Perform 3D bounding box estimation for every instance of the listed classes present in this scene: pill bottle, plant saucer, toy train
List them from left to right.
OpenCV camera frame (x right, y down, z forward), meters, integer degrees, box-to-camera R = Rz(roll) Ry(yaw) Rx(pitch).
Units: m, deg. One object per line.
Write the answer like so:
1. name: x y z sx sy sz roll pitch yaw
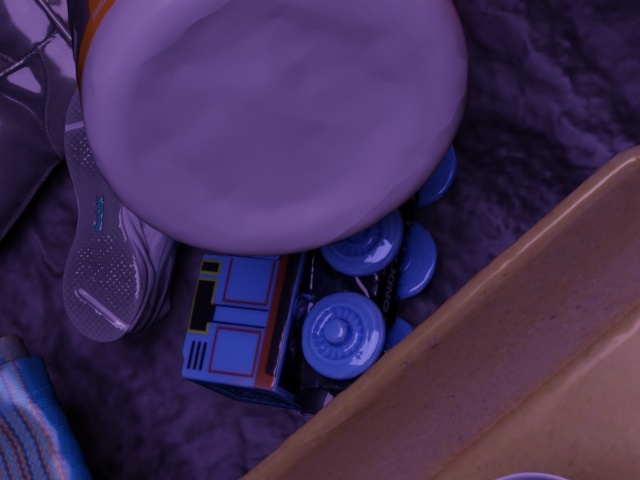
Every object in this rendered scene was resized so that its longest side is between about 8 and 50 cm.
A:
1. pill bottle: -0.039 -0.135 0.824 0.162 0.162 0.278 -25 41 7
2. toy train: 0.000 0.000 0.884 0.105 0.080 0.184 6 78 23
3. plant saucer: 0.129 0.185 0.790 0.333 0.081 0.333 -42 73 15

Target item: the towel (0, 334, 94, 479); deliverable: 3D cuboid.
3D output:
1. towel: -0.179 0.262 0.849 0.271 0.040 0.370 -30 71 18

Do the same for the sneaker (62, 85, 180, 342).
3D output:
1. sneaker: -0.096 -0.026 0.914 0.053 0.061 0.152 7 92 21

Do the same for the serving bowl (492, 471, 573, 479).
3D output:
1. serving bowl: 0.092 0.136 0.750 0.083 0.027 0.083 -1 86 24

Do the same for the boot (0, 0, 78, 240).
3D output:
1. boot: -0.211 -0.069 0.958 0.208 0.076 0.190 -43 73 9
